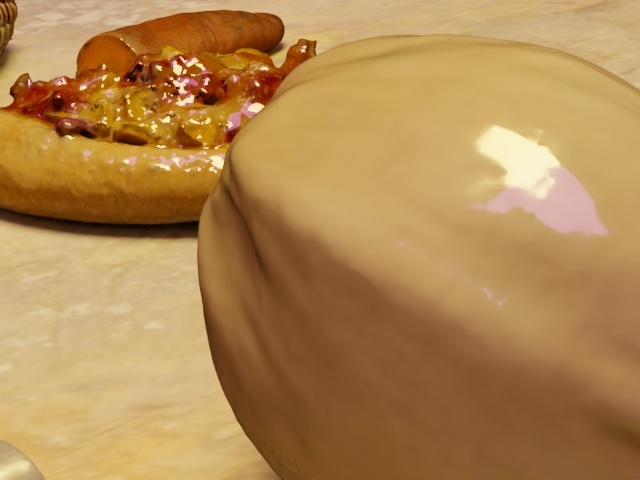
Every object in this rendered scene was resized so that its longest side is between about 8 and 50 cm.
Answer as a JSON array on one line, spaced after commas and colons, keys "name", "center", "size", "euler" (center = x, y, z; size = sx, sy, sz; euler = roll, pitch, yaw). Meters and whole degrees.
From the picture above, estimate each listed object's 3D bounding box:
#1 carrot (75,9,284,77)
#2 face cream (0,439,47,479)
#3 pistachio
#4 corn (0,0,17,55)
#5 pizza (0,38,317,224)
[{"name": "carrot", "center": [-0.089, -0.141, 1.461], "size": [0.061, 0.061, 0.209], "euler": [10, 21, 32]}, {"name": "face cream", "center": [-0.204, 0.146, 0.691], "size": [0.077, 0.077, 0.250], "euler": [16, 28, 42]}, {"name": "pistachio", "center": [0.082, 0.037, 0.777], "size": [0.332, 0.208, 0.226], "euler": [30, -4, 46]}, {"name": "corn", "center": [-0.277, -0.151, 1.473], "size": [0.086, 0.086, 0.253], "euler": [-1, 18, 8]}, {"name": "pizza", "center": [-0.084, -0.078, 1.250], "size": [0.289, 0.081, 0.229], "euler": [3, 22, 23]}]
